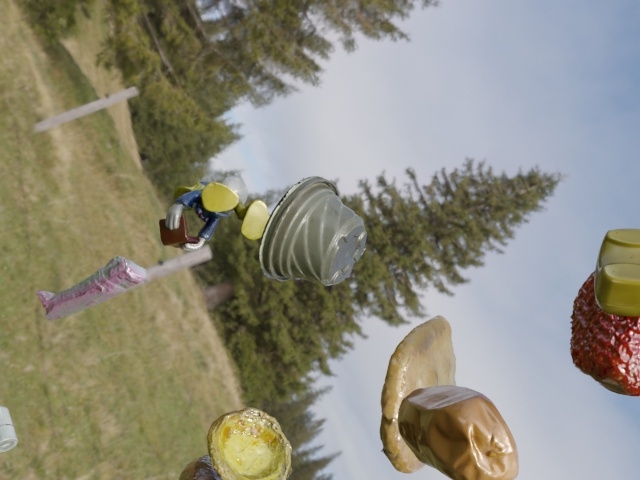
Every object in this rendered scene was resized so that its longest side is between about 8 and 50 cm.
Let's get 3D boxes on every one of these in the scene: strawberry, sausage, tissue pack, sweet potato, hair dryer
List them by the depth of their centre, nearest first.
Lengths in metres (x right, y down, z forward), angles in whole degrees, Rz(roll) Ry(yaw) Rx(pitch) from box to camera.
[{"bbox_3d":[0.195,0.281,0.954,0.241,0.120,0.136,166,-96,-75],"label":"sausage"},{"bbox_3d":[-0.676,0.389,1.285,0.082,0.137,0.047,53,-30,32],"label":"hair dryer"},{"bbox_3d":[0.623,0.070,1.327,0.178,0.123,0.127,-62,146,-41],"label":"tissue pack"},{"bbox_3d":[-0.264,0.565,1.472,0.336,0.131,0.131,-70,139,-78],"label":"sweet potato"},{"bbox_3d":[0.727,0.211,1.498,0.312,0.351,0.267,31,-41,21],"label":"strawberry"}]

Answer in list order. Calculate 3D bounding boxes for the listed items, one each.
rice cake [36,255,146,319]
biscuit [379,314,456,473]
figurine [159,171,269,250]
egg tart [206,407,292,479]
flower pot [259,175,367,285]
[{"bbox_3d":[-0.512,0.107,1.443,0.081,0.290,0.051,53,28,-31],"label":"rice cake"},{"bbox_3d":[0.300,0.451,1.909,0.446,0.104,0.429,-6,100,-58],"label":"biscuit"},{"bbox_3d":[-0.315,-0.078,1.827,0.204,0.283,0.338,48,1,-25],"label":"figurine"},{"bbox_3d":[-0.163,0.476,1.458,0.212,0.213,0.090,60,-45,35],"label":"egg tart"},{"bbox_3d":[0.000,0.000,1.287,0.140,0.235,0.235,29,-26,23],"label":"flower pot"}]
